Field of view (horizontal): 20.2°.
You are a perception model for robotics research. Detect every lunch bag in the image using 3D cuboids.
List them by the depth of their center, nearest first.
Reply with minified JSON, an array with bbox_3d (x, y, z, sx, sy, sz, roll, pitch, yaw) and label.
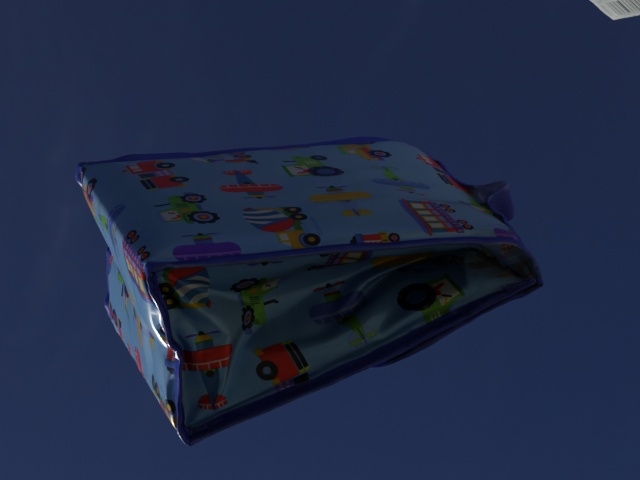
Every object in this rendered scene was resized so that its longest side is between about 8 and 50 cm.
[{"bbox_3d":[0.000,0.000,1.274,0.293,0.221,0.138,-16,-65,-14],"label":"lunch bag"}]

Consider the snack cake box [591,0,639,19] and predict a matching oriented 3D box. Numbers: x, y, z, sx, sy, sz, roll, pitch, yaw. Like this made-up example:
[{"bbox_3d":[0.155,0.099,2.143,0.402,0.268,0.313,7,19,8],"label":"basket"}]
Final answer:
[{"bbox_3d":[0.291,-0.245,1.264,0.152,0.264,0.089,28,-119,-51],"label":"snack cake box"}]
